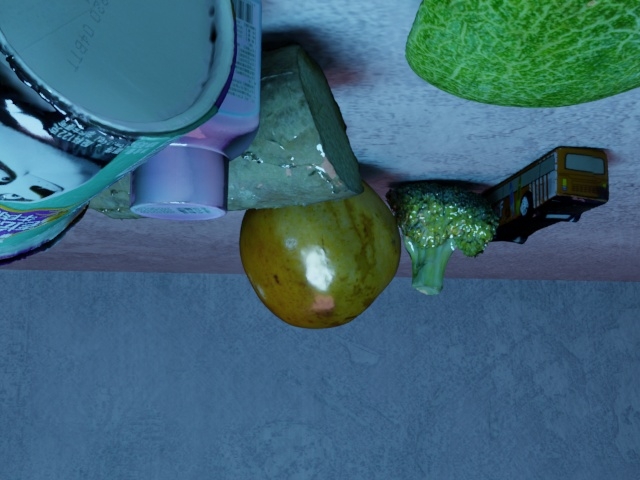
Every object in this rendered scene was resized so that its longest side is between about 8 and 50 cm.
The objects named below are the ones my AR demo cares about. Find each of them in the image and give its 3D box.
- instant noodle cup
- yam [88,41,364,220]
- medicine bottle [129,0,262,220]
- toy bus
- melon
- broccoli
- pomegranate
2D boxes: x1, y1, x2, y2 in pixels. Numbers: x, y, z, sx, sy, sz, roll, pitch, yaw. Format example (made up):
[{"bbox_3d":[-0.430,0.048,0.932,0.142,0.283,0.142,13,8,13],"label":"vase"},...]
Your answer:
[{"bbox_3d":[-0.183,-0.125,0.529,0.190,0.251,0.251,-17,162,38],"label":"instant noodle cup"},{"bbox_3d":[-0.100,-0.103,0.866,0.304,0.168,0.168,-5,170,28],"label":"yam"},{"bbox_3d":[-0.115,-0.115,0.701,0.119,0.188,0.094,-8,168,44],"label":"medicine bottle"},{"bbox_3d":[0.343,-0.058,1.381,0.093,0.092,0.409,4,171,-8],"label":"toy bus"},{"bbox_3d":[0.154,-0.159,0.627,0.196,0.124,0.323,9,169,-7],"label":"melon"},{"bbox_3d":[0.202,-0.002,1.438,0.194,0.194,0.219,8,175,-42],"label":"broccoli"},{"bbox_3d":[0.000,0.000,1.317,0.264,0.264,0.264,0,172,0],"label":"pomegranate"}]
